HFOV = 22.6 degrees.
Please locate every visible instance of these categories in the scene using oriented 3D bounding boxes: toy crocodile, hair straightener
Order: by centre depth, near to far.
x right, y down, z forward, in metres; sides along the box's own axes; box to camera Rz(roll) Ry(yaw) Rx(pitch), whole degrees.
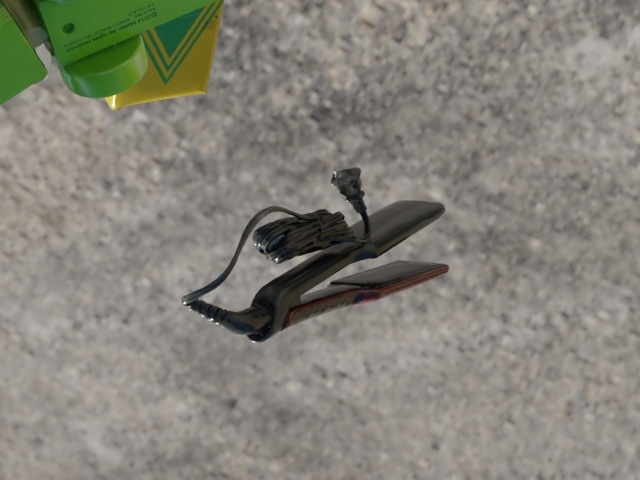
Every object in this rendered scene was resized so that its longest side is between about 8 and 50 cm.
[{"bbox_3d":[0.000,0.000,0.950,0.047,0.230,0.089,6,104,40],"label":"hair straightener"},{"bbox_3d":[-0.223,-0.142,1.105,0.105,0.340,0.115,55,169,39],"label":"toy crocodile"}]

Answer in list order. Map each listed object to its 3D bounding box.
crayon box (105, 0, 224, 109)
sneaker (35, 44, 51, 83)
[{"bbox_3d":[-0.197,-0.350,1.402,0.363,0.106,0.313,56,148,32],"label":"crayon box"},{"bbox_3d":[-0.381,-0.262,1.583,0.106,0.123,0.290,-9,156,34],"label":"sneaker"}]
